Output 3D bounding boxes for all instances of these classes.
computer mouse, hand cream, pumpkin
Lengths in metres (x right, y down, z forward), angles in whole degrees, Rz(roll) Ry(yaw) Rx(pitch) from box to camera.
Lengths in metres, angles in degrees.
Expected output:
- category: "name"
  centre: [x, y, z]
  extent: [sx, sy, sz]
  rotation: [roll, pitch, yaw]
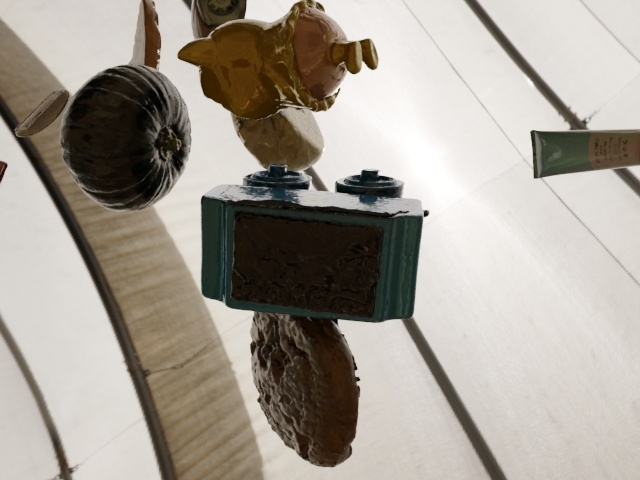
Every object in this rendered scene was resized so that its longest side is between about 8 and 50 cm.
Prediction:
- category: "computer mouse"
  centre: [-0.208, -0.509, 1.293]
  extent: [0.114, 0.199, 0.389]
  rotation: [4, -115, -12]
- category: "hand cream"
  centre: [0.573, -0.184, 1.289]
  extent: [0.312, 0.070, 0.111]
  rotation: [9, -71, 56]
- category: "pumpkin"
  centre: [-0.251, -0.135, 0.833]
  extent: [0.140, 0.202, 0.202]
  rotation: [13, -101, 13]
- category: "computer mouse"
  centre: [-0.819, -0.373, 1.845]
  extent: [0.102, 0.045, 0.199]
  rotation: [9, -124, 38]

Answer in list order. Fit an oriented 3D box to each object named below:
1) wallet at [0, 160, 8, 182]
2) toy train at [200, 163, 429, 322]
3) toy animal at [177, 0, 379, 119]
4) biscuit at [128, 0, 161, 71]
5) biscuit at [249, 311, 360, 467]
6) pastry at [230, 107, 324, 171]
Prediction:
- category: "wallet"
  centre: [-0.685, -0.118, 1.099]
  extent: [0.232, 0.025, 0.119]
  rotation: [16, -107, 1]
- category: "toy train"
  centre: [0.000, 0.000, 0.868]
  extent: [0.300, 0.265, 0.188]
  rotation: [5, -75, 6]
- category: "toy animal"
  centre: [-0.047, -0.221, 0.763]
  extent: [0.229, 0.156, 0.156]
  rotation: [5, -104, 24]
- category: "biscuit"
  centre: [-0.361, -0.297, 1.229]
  extent: [0.309, 0.040, 0.205]
  rotation: [-53, -137, 43]
- category: "biscuit"
  centre: [-0.039, 0.220, 0.990]
  extent: [0.296, 0.075, 0.296]
  rotation: [24, -60, 52]
- category: "pastry"
  centre: [-0.101, -0.268, 1.417]
  extent: [0.133, 0.265, 0.265]
  rotation: [-26, -115, 21]
